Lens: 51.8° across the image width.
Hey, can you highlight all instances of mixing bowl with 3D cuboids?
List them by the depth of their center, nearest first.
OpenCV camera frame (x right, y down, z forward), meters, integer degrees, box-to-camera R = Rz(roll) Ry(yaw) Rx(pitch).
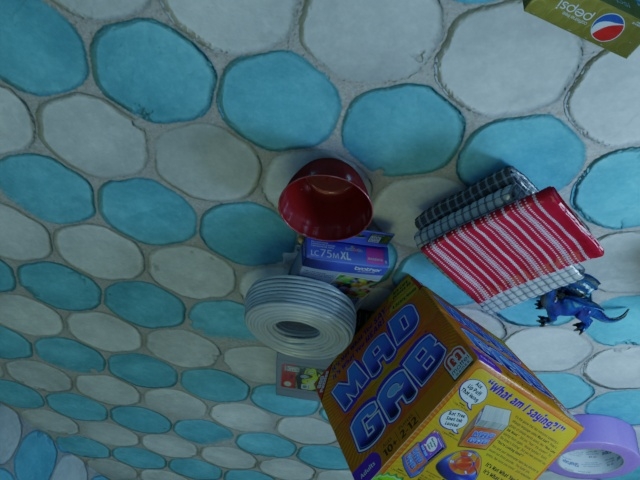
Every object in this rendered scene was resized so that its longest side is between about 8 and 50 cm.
[{"bbox_3d":[0.015,-0.093,1.275,0.181,0.098,0.181,5,139,5],"label":"mixing bowl"}]

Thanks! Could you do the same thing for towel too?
[{"bbox_3d":[0.352,0.018,1.216,0.275,0.031,0.199,-28,125,33],"label":"towel"},{"bbox_3d":[0.359,0.001,1.308,0.284,0.121,0.235,38,131,-27],"label":"towel"}]

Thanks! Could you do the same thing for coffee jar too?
[{"bbox_3d":[0.093,0.213,1.640,0.184,0.079,0.096,11,147,-2],"label":"coffee jar"}]

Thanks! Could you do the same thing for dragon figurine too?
[{"bbox_3d":[0.563,0.129,1.441,0.289,0.085,0.144,11,141,0],"label":"dragon figurine"}]

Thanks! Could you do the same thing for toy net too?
[{"bbox_3d":[0.000,0.000,1.438,0.122,0.045,0.232,15,144,-27],"label":"toy net"}]

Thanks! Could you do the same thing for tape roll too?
[{"bbox_3d":[0.805,0.623,1.979,0.275,0.090,0.275,5,140,4],"label":"tape roll"}]

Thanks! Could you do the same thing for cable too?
[{"bbox_3d":[-0.048,0.174,1.473,0.257,0.089,0.257,22,145,-15],"label":"cable"}]

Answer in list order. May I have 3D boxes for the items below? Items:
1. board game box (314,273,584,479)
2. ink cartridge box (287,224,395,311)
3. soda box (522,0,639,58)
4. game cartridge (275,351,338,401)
[{"bbox_3d":[0.267,0.367,1.471,0.356,0.356,0.356,34,101,-27],"label":"board game box"},{"bbox_3d":[0.031,0.075,1.462,0.186,0.065,0.311,8,145,-13],"label":"ink cartridge box"},{"bbox_3d":[0.383,-0.333,0.948,0.181,0.058,0.061,20,139,-12],"label":"soda box"},{"bbox_3d":[-0.028,0.374,1.880,0.196,0.060,0.294,5,140,0],"label":"game cartridge"}]
